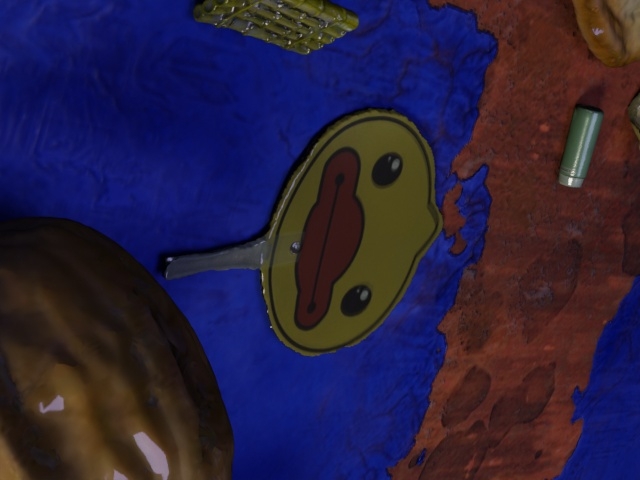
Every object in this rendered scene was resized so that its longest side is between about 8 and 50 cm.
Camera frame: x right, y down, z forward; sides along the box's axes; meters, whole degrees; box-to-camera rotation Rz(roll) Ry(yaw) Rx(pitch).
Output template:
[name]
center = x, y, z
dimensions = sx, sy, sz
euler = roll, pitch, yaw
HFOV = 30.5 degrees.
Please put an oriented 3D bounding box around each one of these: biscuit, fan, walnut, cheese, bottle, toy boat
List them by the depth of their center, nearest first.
[walnut]
center = -0.169, 0.112, 0.699
dimensions = 0.225, 0.225, 0.261
euler = -30, 91, -34
[toy boat]
center = -0.030, -0.159, 0.832
dimensions = 0.115, 0.063, 0.016
euler = 9, 66, -48
[fan]
center = -0.001, 0.000, 0.988
dimensions = 0.335, 0.011, 0.229
euler = -8, 116, -47
[biscuit]
center = 0.279, -0.288, 1.108
dimensions = 0.154, 0.045, 0.299
euler = -36, 134, -31
[bottle]
center = 0.267, -0.097, 1.210
dimensions = 0.030, 0.030, 0.083
euler = -8, 117, -45
[cheese]
center = 0.362, -0.124, 1.289
dimensions = 0.060, 0.041, 0.084
euler = 31, 71, -58
